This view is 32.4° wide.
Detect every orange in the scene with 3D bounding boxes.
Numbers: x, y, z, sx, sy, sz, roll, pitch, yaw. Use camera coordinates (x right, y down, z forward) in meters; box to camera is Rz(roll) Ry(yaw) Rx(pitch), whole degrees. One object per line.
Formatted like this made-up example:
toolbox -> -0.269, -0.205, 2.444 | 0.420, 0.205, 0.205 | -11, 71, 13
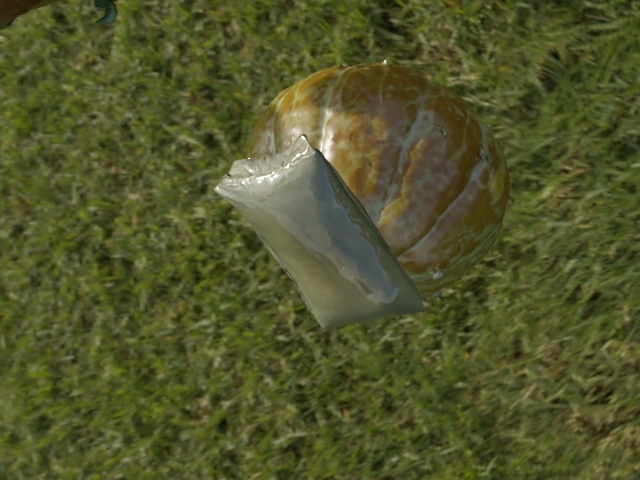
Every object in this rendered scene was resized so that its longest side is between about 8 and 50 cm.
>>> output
orange -> 0.065, -0.063, 1.342 | 0.329, 0.329, 0.249 | -7, 54, 27

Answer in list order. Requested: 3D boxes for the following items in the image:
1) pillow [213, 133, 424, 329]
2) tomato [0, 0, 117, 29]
pillow -> 0.000, 0.000, 0.954 | 0.119, 0.053, 0.208 | -9, 130, 39
tomato -> -0.229, -0.250, 0.591 | 0.303, 0.303, 0.239 | 29, 147, 23
